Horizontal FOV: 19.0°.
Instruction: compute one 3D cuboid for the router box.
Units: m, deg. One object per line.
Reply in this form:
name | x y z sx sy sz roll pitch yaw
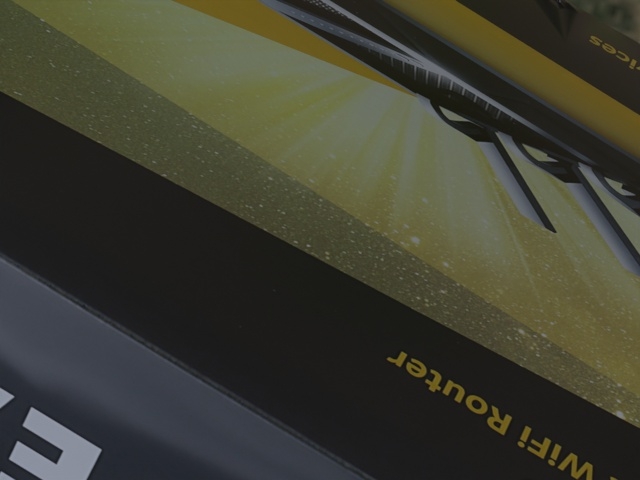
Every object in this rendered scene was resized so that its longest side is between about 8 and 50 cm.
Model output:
router box | 0.000 0.000 0.468 0.081 0.309 0.243 -61 -3 32
